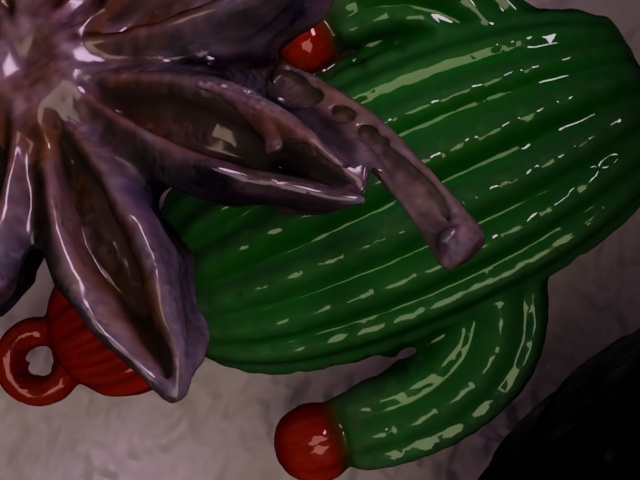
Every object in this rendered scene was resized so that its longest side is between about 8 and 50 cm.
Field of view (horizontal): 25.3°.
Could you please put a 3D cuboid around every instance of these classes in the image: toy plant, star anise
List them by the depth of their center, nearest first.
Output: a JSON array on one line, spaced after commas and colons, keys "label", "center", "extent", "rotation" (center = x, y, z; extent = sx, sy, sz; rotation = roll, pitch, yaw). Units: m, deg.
[{"label": "star anise", "center": [-0.072, -0.047, 0.454], "extent": [0.262, 0.081, 0.230], "rotation": [20, 77, 5]}, {"label": "toy plant", "center": [0.014, 0.005, 0.510], "extent": [0.154, 0.088, 0.240], "rotation": [41, 93, -6]}]

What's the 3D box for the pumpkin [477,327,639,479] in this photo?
[{"label": "pumpkin", "center": [0.187, 0.133, 0.500], "extent": [0.296, 0.296, 0.296], "rotation": [-1, 100, -8]}]
